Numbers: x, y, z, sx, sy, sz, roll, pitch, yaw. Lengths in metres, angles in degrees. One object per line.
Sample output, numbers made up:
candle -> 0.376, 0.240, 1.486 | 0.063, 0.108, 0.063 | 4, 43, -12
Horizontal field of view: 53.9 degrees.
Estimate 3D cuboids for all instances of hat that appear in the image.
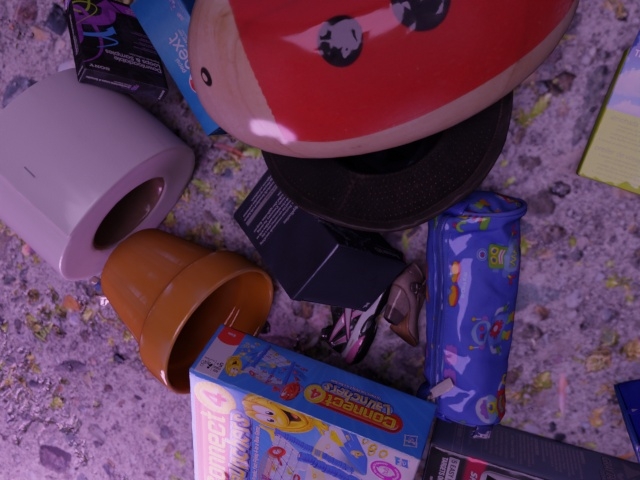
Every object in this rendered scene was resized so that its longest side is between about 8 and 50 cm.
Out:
hat -> 0.076, -0.155, 0.781 | 0.331, 0.134, 0.331 | -4, 74, 14

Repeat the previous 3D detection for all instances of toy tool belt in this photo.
toy tool belt -> -0.324, 0.066, 0.998 | 0.083, 0.052, 0.051 | -25, 101, 19

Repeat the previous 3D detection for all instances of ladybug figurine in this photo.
ladybug figurine -> 0.055, -0.256, 0.658 | 0.450, 0.162, 0.305 | -19, 70, 10

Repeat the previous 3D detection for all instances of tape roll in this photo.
tape roll -> -0.318, -0.089, 0.864 | 0.169, 0.246, 0.246 | 42, 109, 6

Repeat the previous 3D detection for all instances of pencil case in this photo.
pencil case -> 0.187, 0.089, 0.807 | 0.119, 0.133, 0.306 | 13, 105, 44

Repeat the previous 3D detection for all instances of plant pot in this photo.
plant pot -> -0.204, 0.080, 0.900 | 0.188, 0.205, 0.205 | 33, 109, 25

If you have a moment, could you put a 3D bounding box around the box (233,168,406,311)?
box -> 0.000, 0.000, 0.804 | 0.093, 0.156, 0.158 | -50, 55, 18

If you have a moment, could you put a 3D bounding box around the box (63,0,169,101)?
box -> -0.276, -0.265, 0.850 | 0.029, 0.116, 0.162 | -43, 55, 39

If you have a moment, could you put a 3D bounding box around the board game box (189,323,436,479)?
board game box -> -0.024, 0.294, 0.870 | 0.302, 0.086, 0.308 | 18, 131, 13

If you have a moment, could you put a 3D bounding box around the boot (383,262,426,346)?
boot -> 0.127, 0.088, 0.864 | 0.042, 0.118, 0.087 | 21, 72, 34

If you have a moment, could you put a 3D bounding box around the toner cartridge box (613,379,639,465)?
toner cartridge box -> 0.533, 0.193, 0.705 | 0.348, 0.165, 0.075 | -16, 96, 20

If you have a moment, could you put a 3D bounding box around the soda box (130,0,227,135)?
soda box -> -0.172, -0.255, 0.880 | 0.071, 0.067, 0.210 | -30, 91, 20

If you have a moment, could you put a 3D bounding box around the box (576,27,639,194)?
box -> 0.389, -0.146, 0.744 | 0.109, 0.042, 0.178 | 20, 106, 11

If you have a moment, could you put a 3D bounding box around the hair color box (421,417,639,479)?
hair color box -> 0.318, 0.378, 0.833 | 0.375, 0.113, 0.185 | 13, 104, 13

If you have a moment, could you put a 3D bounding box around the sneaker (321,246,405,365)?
sneaker -> 0.052, 0.085, 0.881 | 0.077, 0.072, 0.178 | 30, 102, 20
